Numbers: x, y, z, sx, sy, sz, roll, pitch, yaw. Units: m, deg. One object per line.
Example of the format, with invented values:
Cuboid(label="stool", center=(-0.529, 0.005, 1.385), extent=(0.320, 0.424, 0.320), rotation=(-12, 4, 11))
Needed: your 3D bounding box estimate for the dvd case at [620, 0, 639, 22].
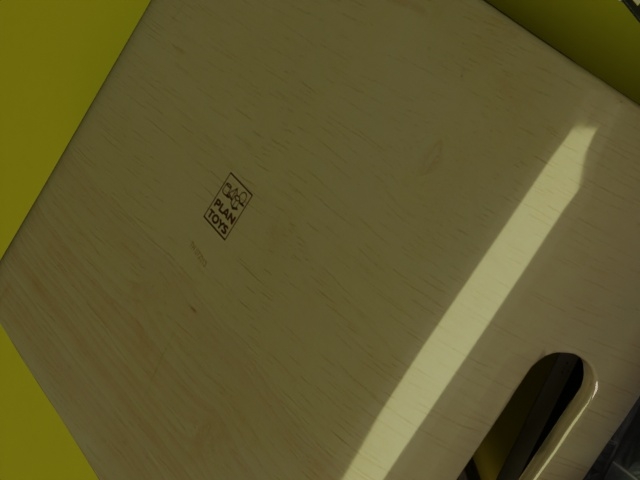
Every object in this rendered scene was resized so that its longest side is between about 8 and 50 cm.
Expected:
Cuboid(label="dvd case", center=(0.146, -0.070, 0.502), extent=(0.087, 0.013, 0.119), rotation=(-51, 50, 26))

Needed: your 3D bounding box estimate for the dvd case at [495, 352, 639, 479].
Cuboid(label="dvd case", center=(0.157, 0.040, 0.502), extent=(0.179, 0.029, 0.239), rotation=(39, 111, 43))

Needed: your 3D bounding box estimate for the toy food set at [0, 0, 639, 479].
Cuboid(label="toy food set", center=(0.000, 0.000, 0.628), extent=(0.220, 0.092, 0.306), rotation=(-58, 41, 11))
